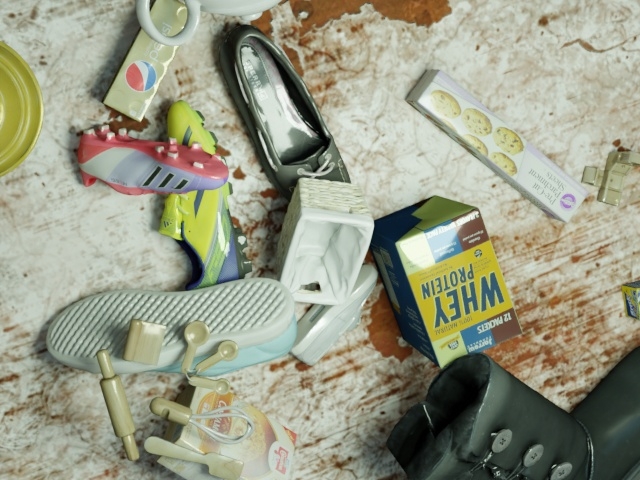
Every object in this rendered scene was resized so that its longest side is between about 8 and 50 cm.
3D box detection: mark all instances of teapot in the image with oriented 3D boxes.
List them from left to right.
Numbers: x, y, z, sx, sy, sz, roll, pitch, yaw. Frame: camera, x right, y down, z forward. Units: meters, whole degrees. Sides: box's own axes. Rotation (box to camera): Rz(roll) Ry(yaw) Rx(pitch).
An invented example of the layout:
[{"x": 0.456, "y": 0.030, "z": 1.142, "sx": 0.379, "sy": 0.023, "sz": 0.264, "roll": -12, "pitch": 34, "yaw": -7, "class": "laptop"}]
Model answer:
[{"x": -0.120, "y": -0.393, "z": 1.558, "sx": 0.256, "sy": 0.252, "sz": 0.187, "roll": -7, "pitch": 123, "yaw": 4, "class": "teapot"}]

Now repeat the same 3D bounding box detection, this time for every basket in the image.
[{"x": 0.000, "y": 0.000, "z": 1.658, "sx": 0.113, "sy": 0.103, "sz": 0.167, "roll": 7, "pitch": 129, "yaw": -15, "class": "basket"}]

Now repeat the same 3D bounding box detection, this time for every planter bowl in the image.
[{"x": -0.494, "y": -0.182, "z": 1.550, "sx": 0.217, "sy": 0.090, "sz": 0.217, "roll": -2, "pitch": 98, "yaw": -13, "class": "planter bowl"}]

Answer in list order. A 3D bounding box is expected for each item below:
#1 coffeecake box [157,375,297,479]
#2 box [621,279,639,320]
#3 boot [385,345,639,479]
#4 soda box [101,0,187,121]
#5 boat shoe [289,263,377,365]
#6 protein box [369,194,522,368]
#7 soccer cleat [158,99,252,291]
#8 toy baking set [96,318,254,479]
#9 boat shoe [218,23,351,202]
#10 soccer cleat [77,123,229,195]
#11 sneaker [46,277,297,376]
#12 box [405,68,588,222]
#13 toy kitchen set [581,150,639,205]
[{"x": -0.135, "y": 0.308, "z": 1.670, "sx": 0.185, "sy": 0.142, "sz": 0.068, "roll": 35, "pitch": 122, "yaw": -16, "class": "coffeecake box"}, {"x": 0.594, "y": 0.085, "z": 1.875, "sx": 0.169, "sy": 0.054, "sz": 0.059, "roll": -13, "pitch": 100, "yaw": -12, "class": "box"}, {"x": 0.349, "y": 0.257, "z": 1.713, "sx": 0.445, "sy": 0.146, "sz": 0.367, "roll": 30, "pitch": 90, "yaw": -36, "class": "boot"}, {"x": -0.248, "y": -0.264, "z": 1.618, "sx": 0.061, "sy": 0.058, "sz": 0.181, "roll": 27, "pitch": 90, "yaw": -16, "class": "soda box"}, {"x": 0.029, "y": 0.118, "z": 1.736, "sx": 0.184, "sy": 0.066, "sz": 0.063, "roll": -49, "pitch": 119, "yaw": -6, "class": "boat shoe"}, {"x": 0.178, "y": 0.057, "z": 1.691, "sx": 0.136, "sy": 0.200, "sz": 0.201, "roll": -23, "pitch": 102, "yaw": -8, "class": "protein box"}, {"x": -0.188, "y": -0.059, "z": 1.641, "sx": 0.121, "sy": 0.093, "sz": 0.289, "roll": -17, "pitch": 101, "yaw": -9, "class": "soccer cleat"}, {"x": -0.198, "y": 0.226, "z": 1.549, "sx": 0.197, "sy": 0.030, "sz": 0.256, "roll": -11, "pitch": 98, "yaw": -2, "class": "toy baking set"}, {"x": -0.048, "y": -0.164, "z": 1.660, "sx": 0.112, "sy": 0.095, "sz": 0.335, "roll": -32, "pitch": 103, "yaw": -8, "class": "boat shoe"}, {"x": -0.236, "y": -0.097, "z": 1.582, "sx": 0.248, "sy": 0.083, "sz": 0.095, "roll": 15, "pitch": 114, "yaw": 23, "class": "soccer cleat"}, {"x": -0.211, "y": 0.156, "z": 1.647, "sx": 0.366, "sy": 0.135, "sz": 0.150, "roll": -5, "pitch": 140, "yaw": 6, "class": "sneaker"}, {"x": 0.279, "y": -0.148, "z": 1.762, "sx": 0.324, "sy": 0.063, "sz": 0.067, "roll": 37, "pitch": 88, "yaw": -16, "class": "box"}, {"x": 0.471, "y": -0.104, "z": 1.809, "sx": 0.068, "sy": 0.075, "sz": 0.083, "roll": 13, "pitch": 89, "yaw": -14, "class": "toy kitchen set"}]
